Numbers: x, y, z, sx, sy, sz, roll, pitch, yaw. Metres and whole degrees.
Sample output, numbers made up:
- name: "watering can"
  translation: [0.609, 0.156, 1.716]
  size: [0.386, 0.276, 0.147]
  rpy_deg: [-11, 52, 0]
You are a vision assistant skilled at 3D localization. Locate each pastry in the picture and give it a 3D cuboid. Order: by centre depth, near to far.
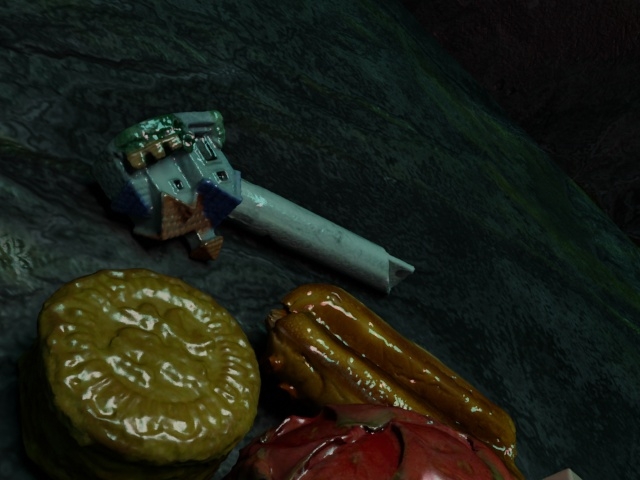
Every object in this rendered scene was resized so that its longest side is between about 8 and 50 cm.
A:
- name: "pastry"
  translation: [-0.140, 0.109, 0.500]
  size: [0.188, 0.103, 0.189]
  rpy_deg: [25, 31, -16]

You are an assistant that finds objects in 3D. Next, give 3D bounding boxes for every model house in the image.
- name: "model house"
  translation: [-0.148, -0.049, 0.698]
  size: [0.149, 0.119, 0.148]
  rpy_deg: [58, 32, 4]

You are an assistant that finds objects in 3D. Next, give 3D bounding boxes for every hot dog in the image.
- name: "hot dog"
  translation: [0.078, 0.187, 0.687]
  size: [0.348, 0.117, 0.158]
  rpy_deg: [37, 29, -11]

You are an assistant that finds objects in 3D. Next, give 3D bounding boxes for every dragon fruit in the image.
- name: "dragon fruit"
  translation: [0.024, 0.239, 0.447]
  size: [0.298, 0.244, 0.244]
  rpy_deg: [-2, 55, -45]

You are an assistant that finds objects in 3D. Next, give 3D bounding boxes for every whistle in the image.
- name: "whistle"
  translation: [0.000, 0.000, 0.860]
  size: [0.312, 0.062, 0.062]
  rpy_deg: [25, 37, -31]

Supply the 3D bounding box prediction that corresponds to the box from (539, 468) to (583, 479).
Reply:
- name: "box"
  translation: [0.233, 0.356, 0.655]
  size: [0.058, 0.141, 0.201]
  rpy_deg: [40, 33, -21]
